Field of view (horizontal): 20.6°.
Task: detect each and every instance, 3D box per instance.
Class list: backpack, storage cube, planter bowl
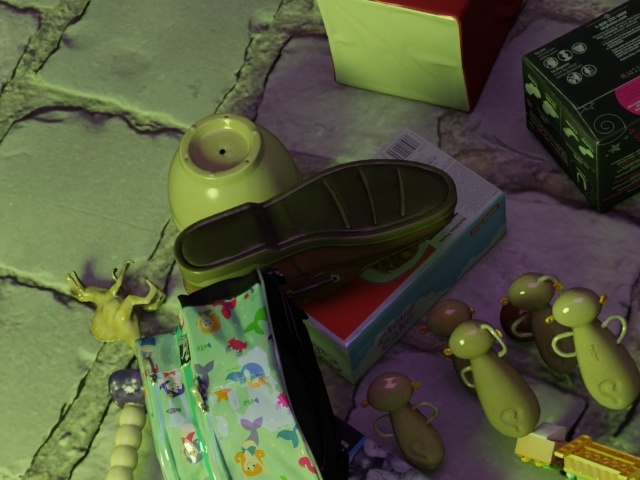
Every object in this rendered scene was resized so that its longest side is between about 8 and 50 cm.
[{"bbox_3d":[-0.070,0.184,1.755,0.191,0.225,0.253,-24,62,-1],"label":"backpack"},{"bbox_3d":[0.124,-0.298,2.120,0.215,0.184,0.193,16,61,19],"label":"storage cube"},{"bbox_3d":[-0.107,-0.081,2.061,0.162,0.109,0.162,-4,55,6],"label":"planter bowl"}]

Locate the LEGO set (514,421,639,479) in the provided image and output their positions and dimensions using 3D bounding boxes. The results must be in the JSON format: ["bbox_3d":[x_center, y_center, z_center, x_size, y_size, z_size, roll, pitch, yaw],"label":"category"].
[{"bbox_3d":[0.339,0.257,1.784,0.287,0.107,0.132,-2,21,14],"label":"LEGO set"}]

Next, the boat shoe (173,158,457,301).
[{"bbox_3d":[0.000,0.000,1.886,0.307,0.104,0.111,-13,47,4],"label":"boat shoe"}]

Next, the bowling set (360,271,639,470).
[{"bbox_3d":[0.180,0.099,1.844,0.287,0.154,0.200,-22,33,14],"label":"bowling set"}]

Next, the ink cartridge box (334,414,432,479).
[{"bbox_3d":[0.008,0.299,1.823,0.206,0.045,0.208,31,68,27],"label":"ink cartridge box"}]

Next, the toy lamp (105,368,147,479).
[{"bbox_3d":[-0.214,0.271,1.862,0.080,0.080,0.275,3,57,12],"label":"toy lamp"}]

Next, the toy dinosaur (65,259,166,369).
[{"bbox_3d":[-0.220,0.084,2.015,0.092,0.053,0.183,-45,52,-2],"label":"toy dinosaur"}]

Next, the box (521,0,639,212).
[{"bbox_3d":[0.377,-0.175,2.020,0.247,0.142,0.163,-28,55,-10],"label":"box"}]

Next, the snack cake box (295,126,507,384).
[{"bbox_3d":[0.069,0.015,1.977,0.152,0.089,0.264,37,69,27],"label":"snack cake box"}]
